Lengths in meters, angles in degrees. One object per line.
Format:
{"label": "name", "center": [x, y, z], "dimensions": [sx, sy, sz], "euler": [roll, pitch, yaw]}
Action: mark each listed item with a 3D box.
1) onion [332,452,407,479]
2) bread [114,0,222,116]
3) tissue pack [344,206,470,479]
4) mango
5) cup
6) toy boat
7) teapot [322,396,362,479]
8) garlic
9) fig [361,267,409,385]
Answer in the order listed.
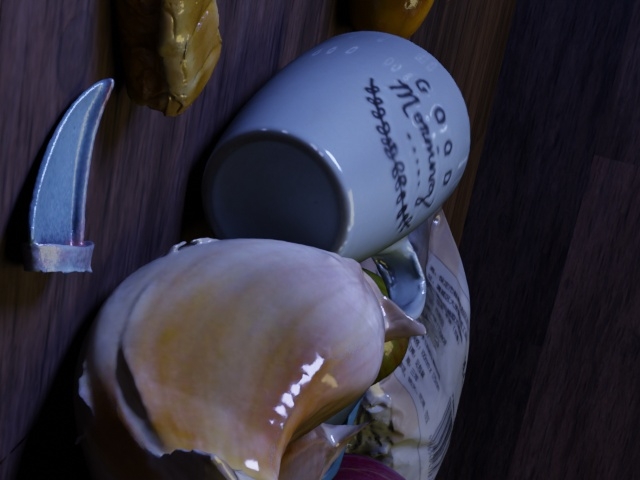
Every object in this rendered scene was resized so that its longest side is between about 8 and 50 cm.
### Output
{"label": "onion", "center": [0.055, 0.432, 1.649], "dimensions": [0.348, 0.385, 0.348], "euler": [22, 90, -90]}
{"label": "bread", "center": [-0.097, -0.146, 0.934], "dimensions": [0.074, 0.053, 0.132], "euler": [-64, 163, -45]}
{"label": "tissue pack", "center": [0.098, 0.159, 1.985], "dimensions": [0.376, 0.195, 0.390], "euler": [89, 19, -45]}
{"label": "mango", "center": [0.080, -0.265, 1.567], "dimensions": [0.178, 0.090, 0.115], "euler": [-33, 147, -79]}
{"label": "cup", "center": [0.020, -0.030, 1.253], "dimensions": [0.234, 0.186, 0.258], "euler": [-44, 116, -59]}
{"label": "toy boat", "center": [-0.154, -0.041, 0.881], "dimensions": [0.096, 0.034, 0.122], "euler": [-1, 98, -79]}
{"label": "teapot", "center": [-0.048, 0.163, 1.303], "dimensions": [0.203, 0.171, 0.225], "euler": [-1, 118, -41]}
{"label": "garlic", "center": [-0.064, 0.149, 1.048], "dimensions": [0.313, 0.249, 0.286], "euler": [-63, 134, -60]}
{"label": "fig", "center": [0.023, 0.065, 1.619], "dimensions": [0.259, 0.151, 0.151], "euler": [79, 28, -54]}
